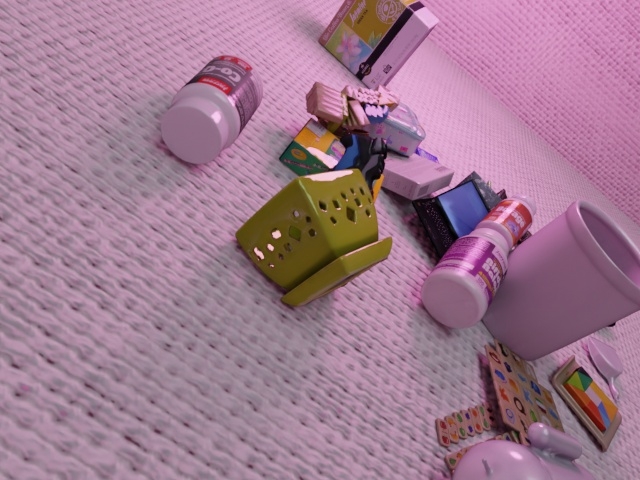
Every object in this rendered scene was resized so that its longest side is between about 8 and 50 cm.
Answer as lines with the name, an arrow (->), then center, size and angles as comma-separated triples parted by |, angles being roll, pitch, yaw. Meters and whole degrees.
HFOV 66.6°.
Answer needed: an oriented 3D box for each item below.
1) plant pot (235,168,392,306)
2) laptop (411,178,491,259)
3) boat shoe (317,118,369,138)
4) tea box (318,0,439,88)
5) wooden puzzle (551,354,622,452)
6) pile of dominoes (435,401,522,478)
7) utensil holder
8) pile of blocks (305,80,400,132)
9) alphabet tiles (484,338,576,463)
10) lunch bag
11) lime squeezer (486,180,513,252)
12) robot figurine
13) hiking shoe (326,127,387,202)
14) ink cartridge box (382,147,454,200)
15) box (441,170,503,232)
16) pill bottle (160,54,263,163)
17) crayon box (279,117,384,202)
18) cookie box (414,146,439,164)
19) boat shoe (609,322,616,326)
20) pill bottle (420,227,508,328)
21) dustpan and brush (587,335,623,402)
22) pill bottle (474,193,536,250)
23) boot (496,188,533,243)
plant pot -> 0.000, 0.000, 1.022 | 0.228, 0.227, 0.207 | -20, 76, -51
laptop -> 0.433, -0.056, 1.507 | 0.264, 0.136, 0.234 | -12, 74, -57
boat shoe -> 0.075, -0.357, 1.553 | 0.178, 0.060, 0.064 | 21, 36, -22
tea box -> 0.231, -0.836, 1.940 | 0.323, 0.329, 0.220 | 41, 37, -2
wooden puzzle -> 0.808, 0.475, 1.459 | 0.221, 0.044, 0.239 | -11, 63, -48
pile of dominoes -> 0.363, 0.459, 1.063 | 0.251, 0.040, 0.196 | 5, 52, -41
utensil holder -> 0.686, 0.126, 1.396 | 0.327, 0.385, 0.328 | 24, 41, -23
pile of blocks -> 0.096, -0.380, 1.468 | 0.362, 0.112, 0.149 | -13, 73, -38
alphabet tiles -> 0.533, 0.422, 1.245 | 0.285, 0.011, 0.343 | 35, 33, -20
lunch bag -> 0.252, -0.421, 1.714 | 0.224, 0.108, 0.279 | 21, 35, -16
lime squeezer -> 0.625, -0.067, 1.707 | 0.110, 0.059, 0.310 | -11, 78, -30
robot figurine -> 0.385, 0.490, 0.900 | 0.353, 0.199, 0.300 | 26, 82, -26
hiking shoe -> 0.071, -0.126, 1.234 | 0.132, 0.113, 0.304 | 17, 80, 13
ink cartridge box -> 0.273, -0.239, 1.628 | 0.261, 0.066, 0.296 | 31, 30, 26
box -> 0.502, -0.119, 1.637 | 0.158, 0.156, 0.093 | 48, -7, 7
pill bottle -> -0.245, -0.307, 1.127 | 0.161, 0.161, 0.283 | 33, 38, -14
crayon box -> 0.039, -0.201, 1.357 | 0.278, 0.081, 0.165 | 38, 38, -9
cookie box -> 0.392, -0.288, 1.804 | 0.107, 0.040, 0.092 | 22, 42, -26
boat shoe -> 1.054, 0.280, 1.856 | 0.228, 0.080, 0.076 | 27, 38, -34
pill bottle -> 0.406, 0.087, 1.318 | 0.169, 0.169, 0.301 | 46, 46, 3
dustpan and brush -> 0.979, 0.443, 1.650 | 0.147, 0.060, 0.211 | 26, 34, -21
pill bottle -> 0.576, -0.056, 1.500 | 0.121, 0.121, 0.216 | 48, 56, 6
boot -> 0.738, -0.077, 1.862 | 0.229, 0.091, 0.263 | 58, 24, 16
